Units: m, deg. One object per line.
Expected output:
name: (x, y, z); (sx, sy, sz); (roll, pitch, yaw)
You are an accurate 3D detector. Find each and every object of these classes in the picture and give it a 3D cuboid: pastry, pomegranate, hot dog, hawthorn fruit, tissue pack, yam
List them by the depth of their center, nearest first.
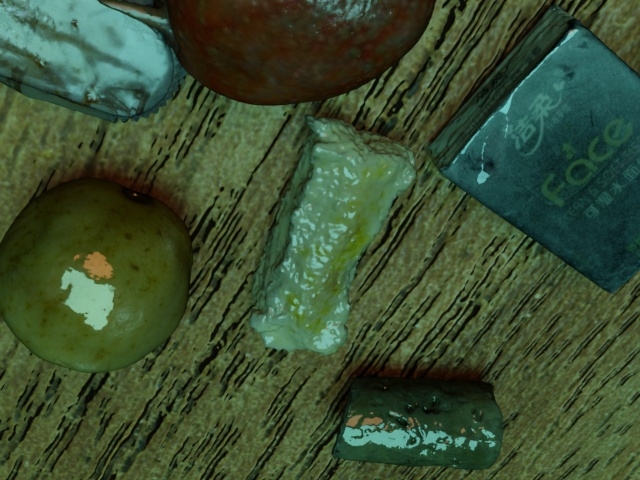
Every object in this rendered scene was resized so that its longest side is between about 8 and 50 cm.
hawthorn fruit: (-0.041, -0.209, 0.599); (0.262, 0.210, 0.211); (-13, 120, 11)
hot dog: (-0.242, -0.195, 0.654); (0.268, 0.075, 0.144); (25, 109, -15)
pomegranate: (-0.222, 0.039, 0.735); (0.196, 0.196, 0.196); (-2, 119, -4)
tissue pack: (0.263, -0.083, 0.763); (0.257, 0.081, 0.185); (31, 111, -22)
pastry: (0.006, 0.000, 0.778); (0.121, 0.089, 0.258); (15, 118, -8)
yam: (0.109, 0.214, 0.899); (0.194, 0.107, 0.107); (5, 118, -7)
